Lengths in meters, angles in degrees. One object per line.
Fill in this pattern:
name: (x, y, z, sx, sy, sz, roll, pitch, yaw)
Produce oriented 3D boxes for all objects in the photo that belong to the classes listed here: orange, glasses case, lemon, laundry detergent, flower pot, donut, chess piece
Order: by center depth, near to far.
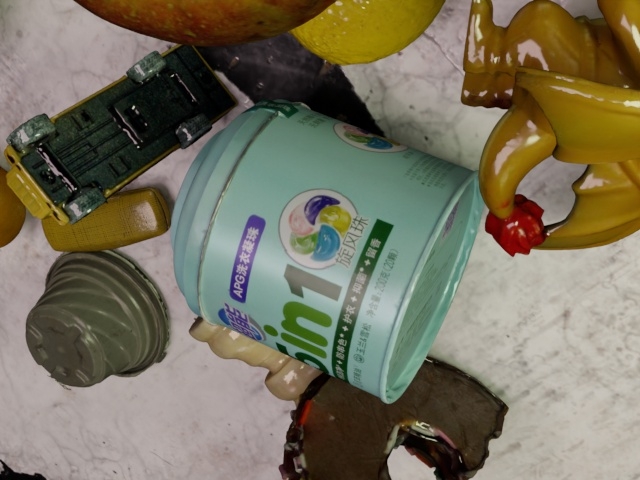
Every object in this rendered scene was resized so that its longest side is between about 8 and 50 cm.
lemon: (0.044, -0.276, 1.057, 0.180, 0.180, 0.193, 45, 101, 0)
laundry detergent: (0.000, 0.000, 1.172, 0.305, 0.287, 0.287, 22, 126, 16)
donut: (0.074, 0.283, 1.251, 0.259, 0.345, 0.136, 26, 135, 4)
chess piece: (-0.045, 0.158, 1.394, 0.261, 0.143, 0.143, 43, 129, -4)
glasses case: (-0.317, -0.027, 1.475, 0.234, 0.064, 0.079, -8, 109, 33)
orange: (-0.532, -0.056, 1.536, 0.159, 0.159, 0.136, 5, 78, 27)
flower pot: (-0.362, 0.135, 1.549, 0.235, 0.140, 0.235, 15, 125, 23)

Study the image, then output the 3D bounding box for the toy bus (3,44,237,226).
toy bus: (-0.243, -0.127, 1.205, 0.123, 0.335, 0.121, -30, 100, 43)

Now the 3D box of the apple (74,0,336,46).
apple: (-0.096, -0.365, 0.883, 0.384, 0.374, 0.374, -2, 118, 5)

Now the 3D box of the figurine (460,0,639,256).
figurine: (0.326, -0.120, 0.951, 0.387, 0.268, 0.401, 5, 154, 9)
